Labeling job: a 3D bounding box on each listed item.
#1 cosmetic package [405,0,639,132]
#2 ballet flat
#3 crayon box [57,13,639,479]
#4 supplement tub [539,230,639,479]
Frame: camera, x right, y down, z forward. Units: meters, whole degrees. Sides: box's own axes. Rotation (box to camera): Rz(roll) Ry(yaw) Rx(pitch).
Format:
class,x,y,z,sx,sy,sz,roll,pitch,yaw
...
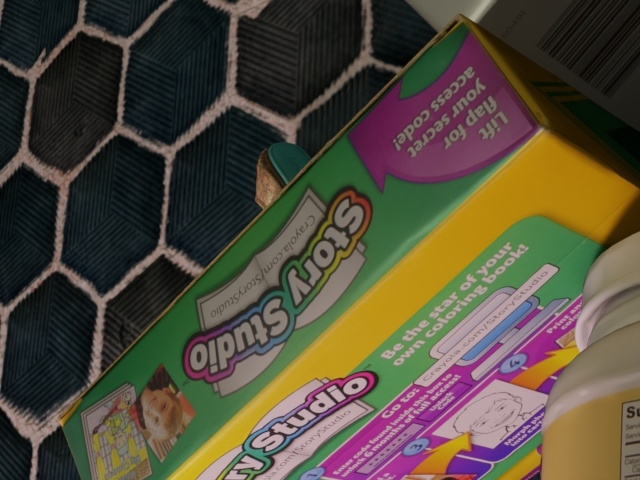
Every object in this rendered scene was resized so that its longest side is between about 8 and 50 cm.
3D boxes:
class,x,y,z,sx,sy,sz,roll,pitch,yaw
cosmetic package,0.096,-0.285,0.942,0.161,0.230,0.453,-51,49,16
ballet flat,0.000,0.000,1.053,0.206,0.073,0.067,61,144,40
crayon box,0.070,0.066,0.781,0.363,0.313,0.106,-44,51,22
supplement tub,0.223,0.176,0.593,0.241,0.241,0.331,-15,55,38
